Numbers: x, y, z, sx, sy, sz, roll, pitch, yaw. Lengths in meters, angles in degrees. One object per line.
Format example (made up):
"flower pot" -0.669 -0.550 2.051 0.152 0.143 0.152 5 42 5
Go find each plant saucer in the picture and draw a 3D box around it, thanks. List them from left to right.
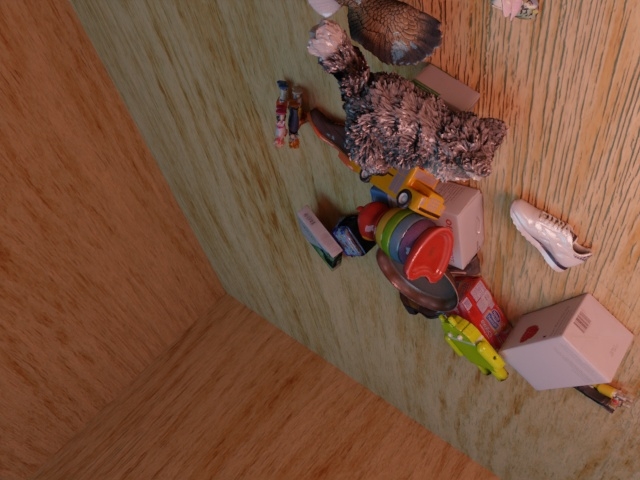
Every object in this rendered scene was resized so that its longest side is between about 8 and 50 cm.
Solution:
"plant saucer" 0.318 0.109 1.585 0.310 0.050 0.311 35 158 17

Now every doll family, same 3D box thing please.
"doll family" -0.090 -0.391 1.593 0.118 0.263 0.163 4 134 -4

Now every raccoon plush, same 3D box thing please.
"raccoon plush" 0.188 -0.259 1.014 0.299 0.216 0.446 13 171 40

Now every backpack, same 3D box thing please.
"backpack" 0.112 -0.016 1.908 0.158 0.117 0.173 56 155 -20

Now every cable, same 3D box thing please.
"cable" 0.864 0.465 1.602 0.287 0.072 0.139 34 172 48

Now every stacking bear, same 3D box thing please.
"stacking bear" 0.220 -0.021 1.403 0.175 0.164 0.289 11 -163 -45

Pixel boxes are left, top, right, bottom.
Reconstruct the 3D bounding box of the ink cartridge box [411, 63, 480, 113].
"ink cartridge box" 0.288 -0.313 1.246 0.153 0.087 0.208 38 152 13

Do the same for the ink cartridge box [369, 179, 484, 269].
"ink cartridge box" 0.325 -0.072 1.494 0.307 0.129 0.223 23 146 38

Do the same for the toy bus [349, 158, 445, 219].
"toy bus" 0.214 -0.180 1.348 0.108 0.130 0.332 19 -164 -39

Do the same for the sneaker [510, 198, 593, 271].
"sneaker" 0.584 -0.028 1.250 0.235 0.090 0.095 43 142 -5

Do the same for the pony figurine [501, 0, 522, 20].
"pony figurine" 0.270 -0.556 0.732 0.351 0.303 0.363 47 128 -5

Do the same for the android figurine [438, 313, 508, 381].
"android figurine" 0.493 0.343 1.602 0.273 0.056 0.248 48 169 -9

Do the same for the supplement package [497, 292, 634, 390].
"supplement package" 0.703 0.305 1.431 0.175 0.177 0.293 44 154 4

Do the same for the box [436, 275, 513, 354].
"box" 0.529 0.258 1.673 0.257 0.128 0.122 54 155 -17

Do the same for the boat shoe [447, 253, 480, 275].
"boat shoe" 0.384 0.077 1.648 0.335 0.112 0.096 -6 120 54

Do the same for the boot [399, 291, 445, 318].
"boot" 0.363 0.152 1.855 0.281 0.096 0.264 60 159 -13

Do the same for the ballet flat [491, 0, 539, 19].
"ballet flat" 0.338 -0.488 0.946 0.188 0.070 0.070 44 154 2

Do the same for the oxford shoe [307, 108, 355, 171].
"oxford shoe" 0.067 -0.342 1.564 0.271 0.097 0.098 47 121 12

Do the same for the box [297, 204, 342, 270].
"box" 0.000 0.000 2.017 0.232 0.058 0.322 52 174 11

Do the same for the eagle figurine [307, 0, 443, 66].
"eagle figurine" 0.123 -0.527 1.031 0.225 0.226 0.298 -56 34 28
